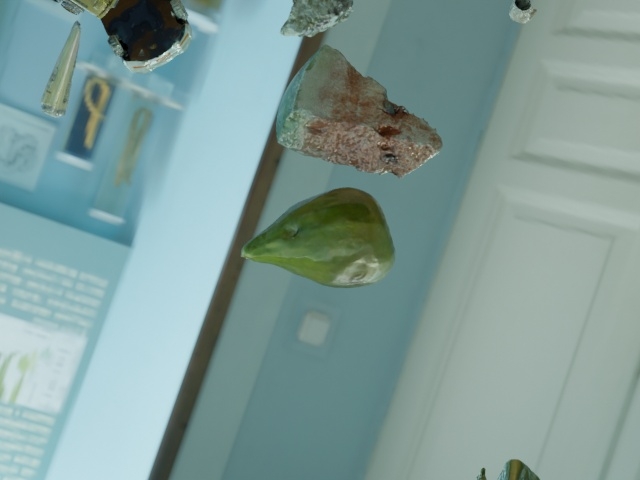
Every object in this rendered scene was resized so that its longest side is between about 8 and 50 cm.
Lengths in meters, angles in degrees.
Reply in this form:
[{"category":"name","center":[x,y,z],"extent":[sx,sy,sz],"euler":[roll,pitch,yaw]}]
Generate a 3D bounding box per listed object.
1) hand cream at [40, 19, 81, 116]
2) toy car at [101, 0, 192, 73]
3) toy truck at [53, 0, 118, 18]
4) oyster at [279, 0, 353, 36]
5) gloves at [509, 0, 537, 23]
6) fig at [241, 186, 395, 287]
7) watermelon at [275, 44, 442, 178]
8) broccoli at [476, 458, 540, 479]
[{"category":"hand cream","center":[-0.371,-0.249,1.629],"extent":[0.039,0.143,0.061],"euler":[15,-171,-16]},{"category":"toy car","center":[-0.217,-0.278,1.308],"extent":[0.205,0.095,0.056],"euler":[59,-179,33]},{"category":"toy truck","center":[-0.254,-0.264,1.087],"extent":[0.123,0.052,0.063],"euler":[31,174,-29]},{"category":"oyster","center":[0.008,-0.416,1.940],"extent":[0.125,0.177,0.064],"euler":[21,-165,-34]},{"category":"gloves","center":[0.296,-0.342,1.661],"extent":[0.044,0.037,0.081],"euler":[58,-167,18]},{"category":"fig","center":[0.012,-0.012,1.758],"extent":[0.233,0.167,0.167],"euler":[17,179,-23]},{"category":"watermelon","center":[0.060,-0.168,1.649],"extent":[0.241,0.154,0.094],"euler":[24,145,-7]},{"category":"broccoli","center":[0.261,0.395,1.460],"extent":[0.247,0.263,0.243],"euler":[-6,-151,17]}]
